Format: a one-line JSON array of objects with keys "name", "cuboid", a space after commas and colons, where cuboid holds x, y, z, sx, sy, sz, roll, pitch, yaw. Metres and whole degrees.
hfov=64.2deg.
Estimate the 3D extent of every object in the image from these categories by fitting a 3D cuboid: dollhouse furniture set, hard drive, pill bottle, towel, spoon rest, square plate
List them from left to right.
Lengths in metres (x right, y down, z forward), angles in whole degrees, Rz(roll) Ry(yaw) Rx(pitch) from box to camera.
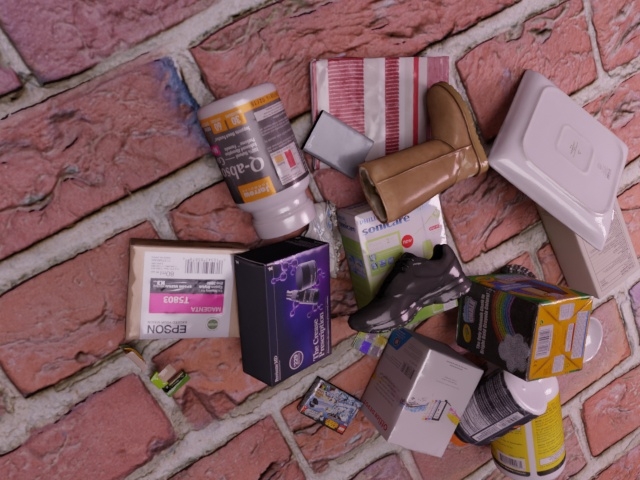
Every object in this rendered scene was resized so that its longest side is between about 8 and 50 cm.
[{"name": "dollhouse furniture set", "cuboid": [-0.343, 0.255, 1.060, 0.058, 0.076, 0.151, -45, 113, -20]}, {"name": "pill bottle", "cuboid": [-0.116, -0.154, 1.006, 0.162, 0.162, 0.278, -26, 107, -13]}, {"name": "hard drive", "cuboid": [0.037, -0.204, 1.094, 0.135, 0.022, 0.094, 27, 95, -21]}, {"name": "towel", "cuboid": [0.122, 0.252, 1.249, 0.083, 0.009, 0.060, 31, 90, -22]}, {"name": "towel", "cuboid": [0.136, -0.284, 1.137, 0.329, 0.037, 0.237, -7, 105, -16]}, {"name": "pill bottle", "cuboid": [0.396, 0.399, 1.207, 0.130, 0.130, 0.245, 22, 131, -22]}, {"name": "pill bottle", "cuboid": [0.525, 0.435, 1.329, 0.188, 0.188, 0.334, -16, 106, -15]}, {"name": "spoon rest", "cuboid": [0.674, 0.277, 1.405, 0.276, 0.084, 0.137, 2, 100, -19]}, {"name": "square plate", "cuboid": [0.575, -0.204, 1.183, 0.344, 0.049, 0.347, 35, 61, -8]}]

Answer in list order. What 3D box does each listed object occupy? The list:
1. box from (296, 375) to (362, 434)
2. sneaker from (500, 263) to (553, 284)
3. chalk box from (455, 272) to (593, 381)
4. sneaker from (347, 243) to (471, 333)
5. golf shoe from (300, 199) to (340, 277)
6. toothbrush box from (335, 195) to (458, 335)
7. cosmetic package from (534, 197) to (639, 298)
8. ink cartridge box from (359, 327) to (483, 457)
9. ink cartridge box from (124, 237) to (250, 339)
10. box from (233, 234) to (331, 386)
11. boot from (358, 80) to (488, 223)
[{"name": "box", "cuboid": [0.023, 0.400, 1.234, 0.137, 0.027, 0.094, 35, 86, -21]}, {"name": "sneaker", "cuboid": [0.538, 0.123, 1.337, 0.162, 0.073, 0.063, 32, 65, -2]}, {"name": "chalk box", "cuboid": [0.445, 0.181, 1.199, 0.179, 0.289, 0.180, -2, 102, -26]}, {"name": "sneaker", "cuboid": [0.174, 0.098, 1.070, 0.286, 0.109, 0.130, -25, 97, -20]}, {"name": "golf shoe", "cuboid": [0.000, 0.000, 1.140, 0.086, 0.069, 0.176, -6, 100, 3]}, {"name": "toothbrush box", "cuboid": [0.176, 0.041, 1.167, 0.206, 0.122, 0.283, -17, 104, -15]}, {"name": "cosmetic package", "cuboid": [0.700, -0.022, 1.340, 0.160, 0.113, 0.309, -33, 110, -11]}, {"name": "ink cartridge box", "cuboid": [0.234, 0.357, 1.221, 0.168, 0.171, 0.232, 24, 92, -21]}, {"name": "ink cartridge box", "cuboid": [-0.272, 0.098, 1.041, 0.235, 0.088, 0.193, 2, 99, -20]}, {"name": "box", "cuboid": [-0.072, 0.140, 1.065, 0.184, 0.103, 0.261, -17, 112, -42]}, {"name": "boot", "cuboid": [0.199, -0.191, 1.069, 0.269, 0.089, 0.236, -24, 84, -17]}]
